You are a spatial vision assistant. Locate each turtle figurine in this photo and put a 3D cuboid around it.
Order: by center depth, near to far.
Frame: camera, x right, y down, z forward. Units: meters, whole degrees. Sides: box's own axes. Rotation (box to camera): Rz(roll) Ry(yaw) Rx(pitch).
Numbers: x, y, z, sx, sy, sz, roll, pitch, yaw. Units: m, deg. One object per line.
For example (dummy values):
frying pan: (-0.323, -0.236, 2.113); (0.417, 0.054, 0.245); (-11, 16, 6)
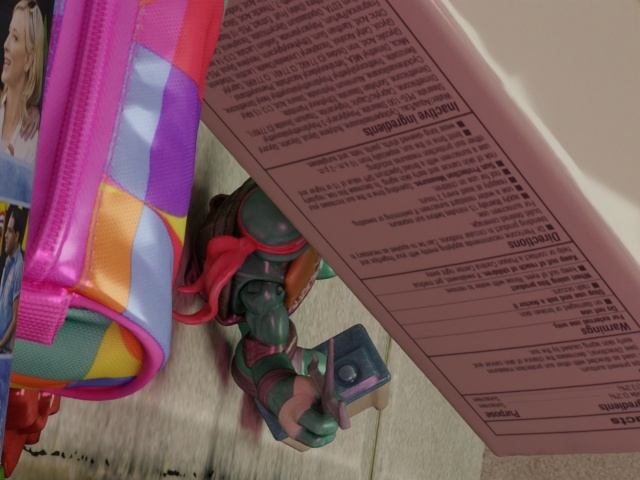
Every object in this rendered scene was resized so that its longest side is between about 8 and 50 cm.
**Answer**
turtle figurine: (-0.010, 0.014, 0.841); (0.175, 0.118, 0.234); (-63, 179, -15)

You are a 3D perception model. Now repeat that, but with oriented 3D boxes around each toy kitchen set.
toy kitchen set: (0.000, 0.000, 1.011); (0.207, 0.166, 0.122); (61, -1, 22)

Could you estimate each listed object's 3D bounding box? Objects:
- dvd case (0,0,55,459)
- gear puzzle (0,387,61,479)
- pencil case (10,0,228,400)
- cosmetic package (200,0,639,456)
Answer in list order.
dvd case: (-0.094, -0.036, 0.296); (0.180, 0.022, 0.253); (3, 95, -77)
gear puzzle: (-0.122, 0.071, 0.518); (0.175, 0.044, 0.339); (66, 32, -66)
pencil case: (-0.071, -0.075, 0.464); (0.104, 0.104, 0.236); (65, 31, -67)
cosmetic package: (0.065, -0.049, 0.675); (0.309, 0.160, 0.113); (49, 54, -25)
